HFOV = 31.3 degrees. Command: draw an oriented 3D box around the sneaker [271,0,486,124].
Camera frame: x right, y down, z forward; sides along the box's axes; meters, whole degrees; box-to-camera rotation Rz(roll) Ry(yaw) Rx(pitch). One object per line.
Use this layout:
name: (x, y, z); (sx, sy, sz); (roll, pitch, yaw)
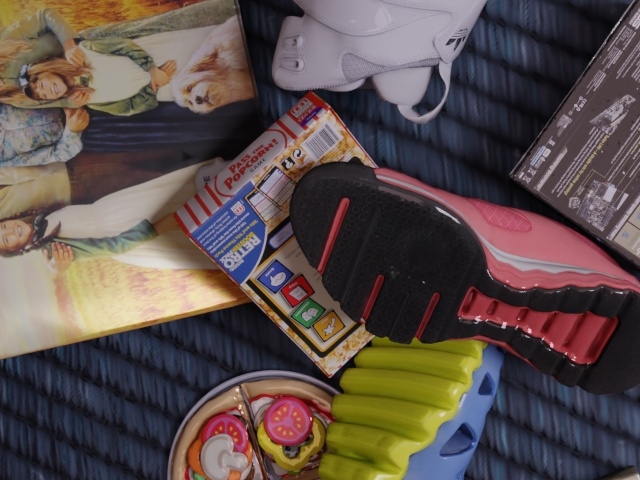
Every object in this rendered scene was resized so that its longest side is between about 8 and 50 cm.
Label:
sneaker: (-0.016, -0.243, 0.921); (0.366, 0.137, 0.210); (30, 115, 26)

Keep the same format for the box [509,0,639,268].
box: (0.262, -0.082, 0.917); (0.147, 0.077, 0.180); (35, 98, 7)

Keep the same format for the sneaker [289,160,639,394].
sneaker: (0.118, 0.019, 0.897); (0.314, 0.136, 0.116); (23, 114, -10)

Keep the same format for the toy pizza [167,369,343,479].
toy pizza: (-0.040, 0.215, 1.004); (0.201, 0.032, 0.201); (0, 93, 9)

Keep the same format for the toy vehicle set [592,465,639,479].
toy vehicle set: (0.240, 0.342, 0.960); (0.166, 0.035, 0.266); (-24, 88, 10)

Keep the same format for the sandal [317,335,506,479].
sandal: (0.069, 0.196, 0.942); (0.126, 0.138, 0.317); (16, 75, 51)

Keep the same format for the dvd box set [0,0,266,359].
dvd box set: (-0.248, -0.061, 0.916); (0.421, 0.062, 0.307); (-11, 90, -20)

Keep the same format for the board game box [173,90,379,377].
board game box: (0.000, 0.000, 0.918); (0.147, 0.045, 0.193); (-41, 123, 0)
